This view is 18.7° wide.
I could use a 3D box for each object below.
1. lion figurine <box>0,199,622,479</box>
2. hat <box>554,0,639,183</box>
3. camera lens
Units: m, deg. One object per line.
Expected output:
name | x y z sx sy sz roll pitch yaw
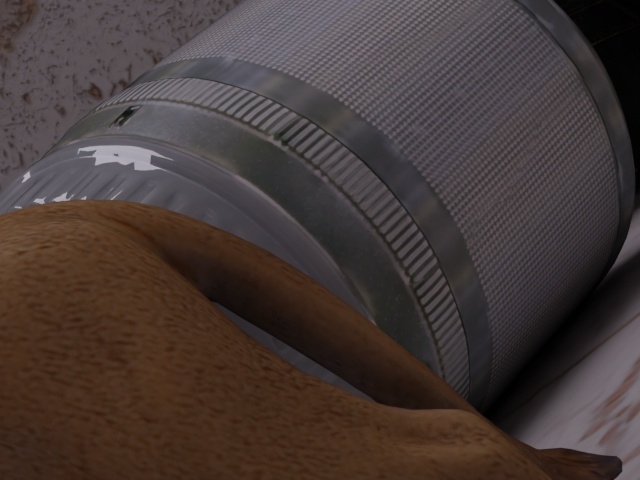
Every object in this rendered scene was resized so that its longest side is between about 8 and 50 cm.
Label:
lion figurine | -0.114 0.098 0.454 0.392 0.240 0.142 -42 1 -30
hat | 0.132 -0.067 1.212 0.331 0.134 0.331 -23 -4 -2
camera lens | 0.000 0.000 0.893 0.274 0.219 0.219 -43 2 -42
